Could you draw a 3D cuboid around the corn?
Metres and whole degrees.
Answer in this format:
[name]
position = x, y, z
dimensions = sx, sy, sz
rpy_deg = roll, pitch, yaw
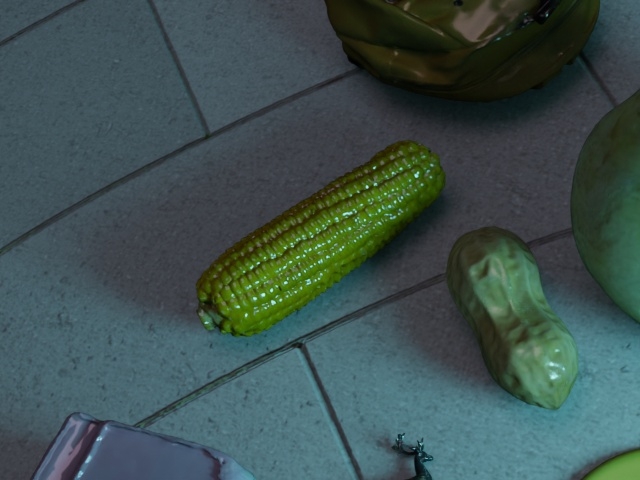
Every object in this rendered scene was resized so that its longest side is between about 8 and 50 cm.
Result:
[corn]
position = 0.000, 0.000, 2.107
dimensions = 0.363, 0.120, 0.120
rpy_deg = -34, 50, -5

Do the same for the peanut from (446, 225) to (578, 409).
[peanut]
position = 0.225, 0.082, 1.952
dimensions = 0.111, 0.125, 0.274
rpy_deg = -18, 49, -7

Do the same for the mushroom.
[mushroom]
position = 0.456, -0.038, 1.867
dimensions = 0.352, 0.260, 0.352
rpy_deg = -1, 84, 12

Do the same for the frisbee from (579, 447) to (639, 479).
[frisbee]
position = 0.359, 0.320, 1.786
dimensions = 0.236, 0.017, 0.236
rpy_deg = -11, 51, 14

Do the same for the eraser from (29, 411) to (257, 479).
[eraser]
position = -0.246, 0.391, 1.898
dimensions = 0.272, 0.122, 0.359
rpy_deg = 11, 59, 28

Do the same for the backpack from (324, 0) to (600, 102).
[backpack]
position = 0.196, -0.347, 2.249
dimensions = 0.378, 0.201, 0.353
rpy_deg = 27, 71, 38

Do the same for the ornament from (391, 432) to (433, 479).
[ornament]
position = 0.098, 0.275, 1.916
dimensions = 0.073, 0.028, 0.125
rpy_deg = -18, 52, 7
